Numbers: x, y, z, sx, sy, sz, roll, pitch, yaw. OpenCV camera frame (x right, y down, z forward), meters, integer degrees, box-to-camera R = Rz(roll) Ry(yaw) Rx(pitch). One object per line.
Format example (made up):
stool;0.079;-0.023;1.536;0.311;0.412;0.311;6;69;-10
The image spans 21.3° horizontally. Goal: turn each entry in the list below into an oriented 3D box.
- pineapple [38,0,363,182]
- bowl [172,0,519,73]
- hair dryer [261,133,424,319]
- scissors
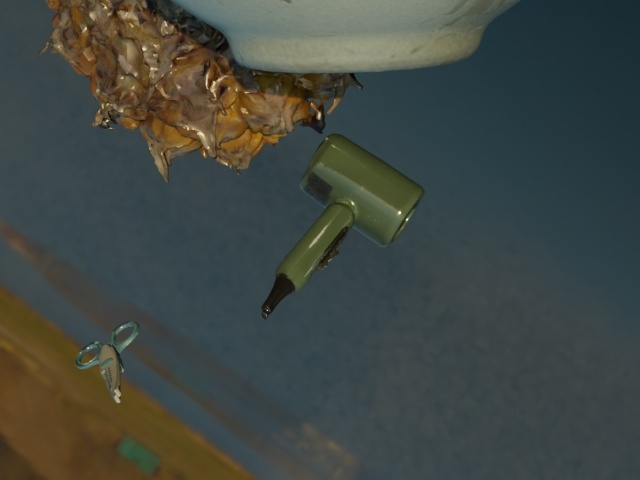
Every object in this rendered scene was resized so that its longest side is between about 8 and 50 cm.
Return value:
pineapple;-0.075;-0.137;0.952;0.225;0.225;0.076;33;-159;18
bowl;0.013;-0.154;0.785;0.313;0.146;0.313;0;-168;0
hair dryer;0.000;0.000;1.052;0.071;0.150;0.047;33;142;7
scissors;-0.158;0.094;1.283;0.014;0.058;0.119;59;-179;-21
